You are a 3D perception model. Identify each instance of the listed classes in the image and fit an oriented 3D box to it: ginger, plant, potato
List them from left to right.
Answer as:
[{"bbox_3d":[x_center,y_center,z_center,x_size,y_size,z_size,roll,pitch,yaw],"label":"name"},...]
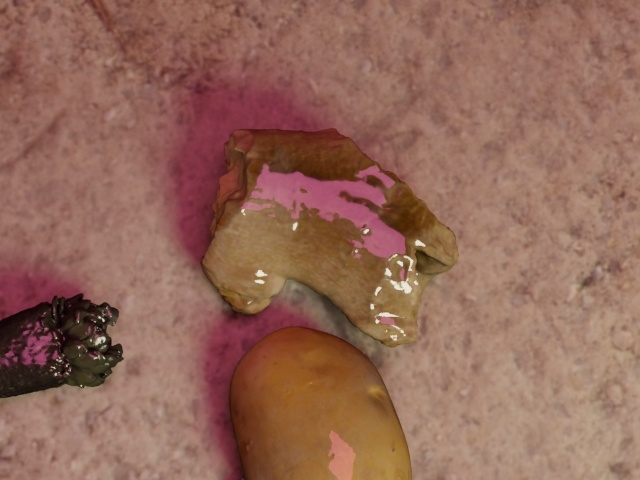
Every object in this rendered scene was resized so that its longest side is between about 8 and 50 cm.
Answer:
[{"bbox_3d":[-0.260,0.101,1.447,0.143,0.092,0.094,-12,68,-10],"label":"plant"},{"bbox_3d":[0.000,0.000,1.517,0.221,0.130,0.275,-42,86,-11],"label":"ginger"},{"bbox_3d":[0.005,0.191,1.456,0.150,0.146,0.234,-6,71,-49],"label":"potato"}]

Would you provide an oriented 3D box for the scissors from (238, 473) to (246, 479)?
[{"bbox_3d":[-0.122,0.338,1.436,0.109,0.022,0.300,30,69,-6],"label":"scissors"}]
